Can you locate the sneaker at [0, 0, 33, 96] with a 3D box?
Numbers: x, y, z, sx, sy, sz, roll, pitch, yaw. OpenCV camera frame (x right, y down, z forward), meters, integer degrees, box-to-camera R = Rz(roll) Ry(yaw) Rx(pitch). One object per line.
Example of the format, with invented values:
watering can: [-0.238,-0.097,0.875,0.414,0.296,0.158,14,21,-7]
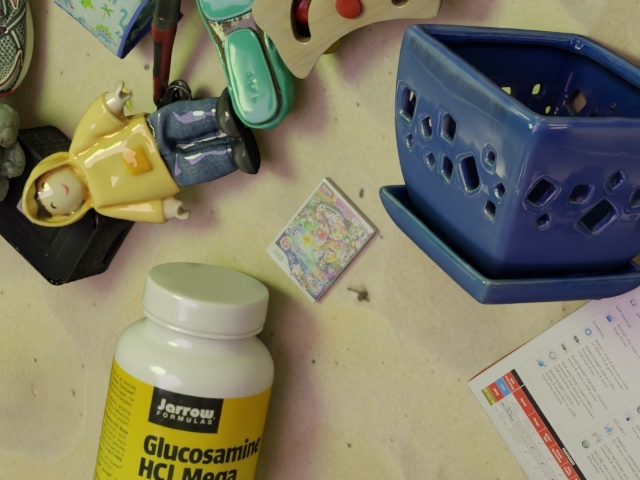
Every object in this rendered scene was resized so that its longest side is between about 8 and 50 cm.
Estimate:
sneaker: [-0.414,-0.320,1.927,0.121,0.112,0.299,-5,100,-8]

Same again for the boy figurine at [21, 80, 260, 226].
boy figurine: [-0.219,-0.095,1.833,0.285,0.092,0.177,-15,113,9]

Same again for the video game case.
video game case: [0.000,0.000,1.829,0.087,0.011,0.122,47,118,14]

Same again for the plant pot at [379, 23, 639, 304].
plant pot: [0.203,-0.068,1.537,0.236,0.236,0.212,46,129,48]

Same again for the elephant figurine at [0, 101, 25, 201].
elephant figurine: [-0.466,-0.098,1.844,0.186,0.239,0.169,15,111,26]

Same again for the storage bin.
storage bin: [-0.330,-0.045,1.971,0.180,0.084,0.122,42,117,16]

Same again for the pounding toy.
pounding toy: [0.058,-0.301,1.707,0.154,0.155,0.269,37,129,-12]

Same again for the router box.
router box: [0.361,0.203,1.614,0.301,0.082,0.335,-37,80,30]

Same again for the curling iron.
curling iron: [-0.163,-0.243,1.812,0.068,0.035,0.274,16,130,15]

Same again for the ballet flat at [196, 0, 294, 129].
ballet flat: [-0.086,-0.243,1.789,0.083,0.087,0.247,-13,90,11]

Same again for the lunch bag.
lunch bag: [-0.237,-0.305,1.854,0.129,0.096,0.151,42,117,8]

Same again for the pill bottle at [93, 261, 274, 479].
pill bottle: [-0.157,0.204,1.854,0.188,0.188,0.333,19,108,26]
